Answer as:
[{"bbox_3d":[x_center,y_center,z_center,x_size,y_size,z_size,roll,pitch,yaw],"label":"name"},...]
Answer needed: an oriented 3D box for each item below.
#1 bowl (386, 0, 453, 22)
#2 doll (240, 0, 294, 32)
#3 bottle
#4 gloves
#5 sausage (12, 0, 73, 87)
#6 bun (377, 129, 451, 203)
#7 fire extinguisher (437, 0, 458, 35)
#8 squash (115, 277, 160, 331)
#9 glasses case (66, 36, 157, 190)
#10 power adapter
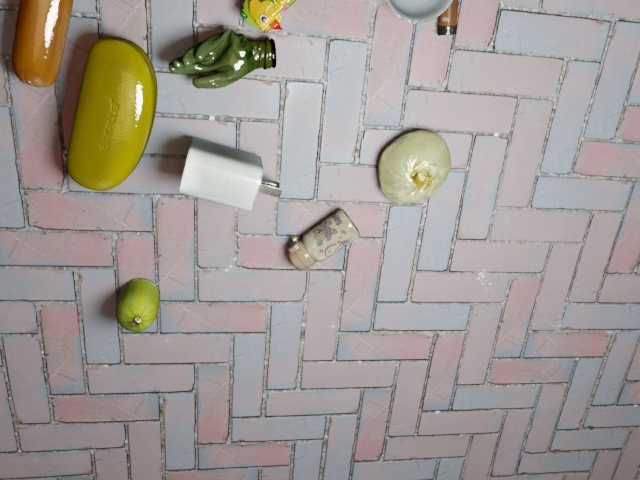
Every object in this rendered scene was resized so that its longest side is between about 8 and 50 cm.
[{"bbox_3d":[0.236,-0.634,1.299,0.189,0.086,0.188,-2,114,-5],"label":"bowl"},{"bbox_3d":[-0.121,-0.590,1.249,0.135,0.106,0.186,18,109,-10],"label":"doll"},{"bbox_3d":[0.000,0.000,1.523,0.209,0.097,0.110,-35,113,6],"label":"bottle"},{"bbox_3d":[-0.236,-0.443,1.296,0.268,0.107,0.135,-15,124,-21],"label":"gloves"},{"bbox_3d":[-0.635,-0.489,1.214,0.105,0.105,0.274,15,110,-15],"label":"sausage"},{"bbox_3d":[0.265,-0.194,1.468,0.223,0.127,0.222,-4,111,-10],"label":"bun"},{"bbox_3d":[0.321,-0.614,1.343,0.062,0.050,0.177,3,113,14],"label":"fire extinguisher"},{"bbox_3d":[-0.507,0.191,1.480,0.123,0.186,0.122,-5,110,-14],"label":"squash"},{"bbox_3d":[-0.501,-0.295,1.295,0.174,0.141,0.370,16,110,-16],"label":"glasses case"},{"bbox_3d":[-0.226,-0.163,1.370,0.256,0.187,0.124,15,110,-16],"label":"power adapter"}]
